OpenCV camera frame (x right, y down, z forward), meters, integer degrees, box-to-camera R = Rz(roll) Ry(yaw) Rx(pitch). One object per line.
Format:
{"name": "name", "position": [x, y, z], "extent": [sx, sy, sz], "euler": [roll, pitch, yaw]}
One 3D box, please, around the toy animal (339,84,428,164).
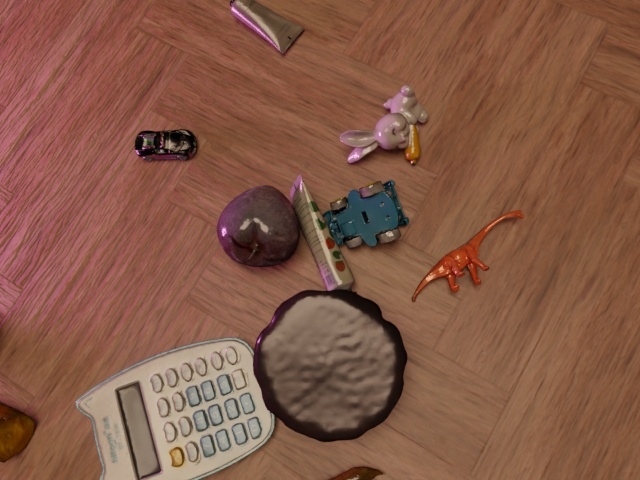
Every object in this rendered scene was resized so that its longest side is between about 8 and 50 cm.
{"name": "toy animal", "position": [0.146, -0.228, 1.267], "extent": [0.127, 0.131, 0.181], "euler": [21, 67, 45]}

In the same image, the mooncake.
{"name": "mooncake", "position": [0.019, 0.227, 1.103], "extent": [0.283, 0.141, 0.283], "euler": [0, 88, 5]}

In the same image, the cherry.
{"name": "cherry", "position": [-0.128, -0.027, 1.208], "extent": [0.176, 0.140, 0.176], "euler": [0, 47, 0]}

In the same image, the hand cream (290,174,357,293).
{"name": "hand cream", "position": [0.000, 0.000, 1.216], "extent": [0.059, 0.095, 0.276], "euler": [-18, 75, -24]}

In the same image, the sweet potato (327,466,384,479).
{"name": "sweet potato", "position": [-0.007, 0.487, 1.085], "extent": [0.274, 0.067, 0.067], "euler": [-29, 73, -7]}

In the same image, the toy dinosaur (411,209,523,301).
{"name": "toy dinosaur", "position": [0.297, 0.036, 1.177], "extent": [0.279, 0.055, 0.101], "euler": [-29, 50, 1]}

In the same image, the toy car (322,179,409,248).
{"name": "toy car", "position": [0.096, -0.050, 1.224], "extent": [0.161, 0.098, 0.126], "euler": [-20, 96, 31]}

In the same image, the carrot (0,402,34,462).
{"name": "carrot", "position": [-0.741, 0.349, 1.192], "extent": [0.302, 0.114, 0.114], "euler": [18, 77, 11]}

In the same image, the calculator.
{"name": "calculator", "position": [-0.273, 0.343, 1.164], "extent": [0.386, 0.054, 0.256], "euler": [-21, 73, 0]}

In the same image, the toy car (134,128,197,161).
{"name": "toy car", "position": [-0.352, -0.219, 1.332], "extent": [0.142, 0.055, 0.069], "euler": [0, 78, 8]}

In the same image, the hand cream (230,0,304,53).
{"name": "hand cream", "position": [-0.137, -0.521, 1.396], "extent": [0.186, 0.054, 0.087], "euler": [35, 77, 9]}
